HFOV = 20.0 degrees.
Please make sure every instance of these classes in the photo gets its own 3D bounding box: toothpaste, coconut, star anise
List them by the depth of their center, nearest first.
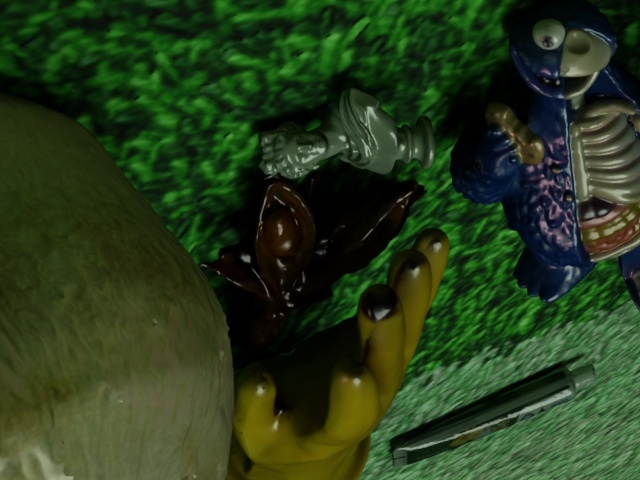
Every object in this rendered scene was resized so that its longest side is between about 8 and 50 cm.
[{"bbox_3d":[-0.178,0.094,0.846,0.297,0.254,0.297,-24,159,-10],"label":"coconut"},{"bbox_3d":[0.002,0.003,1.114,0.157,0.053,0.212,-25,156,-6],"label":"star anise"},{"bbox_3d":[0.158,0.158,1.647,0.204,0.031,0.049,-23,155,-8],"label":"toothpaste"}]

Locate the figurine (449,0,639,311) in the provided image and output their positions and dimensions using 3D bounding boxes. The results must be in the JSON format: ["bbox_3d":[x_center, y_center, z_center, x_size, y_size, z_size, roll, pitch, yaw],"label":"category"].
[{"bbox_3d":[0.162,-0.060,1.099,0.164,0.120,0.262,7,148,8],"label":"figurine"}]

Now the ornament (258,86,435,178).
[{"bbox_3d":[0.016,-0.056,1.013,0.092,0.041,0.068,-16,152,15],"label":"ornament"}]

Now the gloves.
[{"bbox_3d":[0.010,0.080,1.164,0.294,0.116,0.133,120,-7,-63],"label":"gloves"}]
